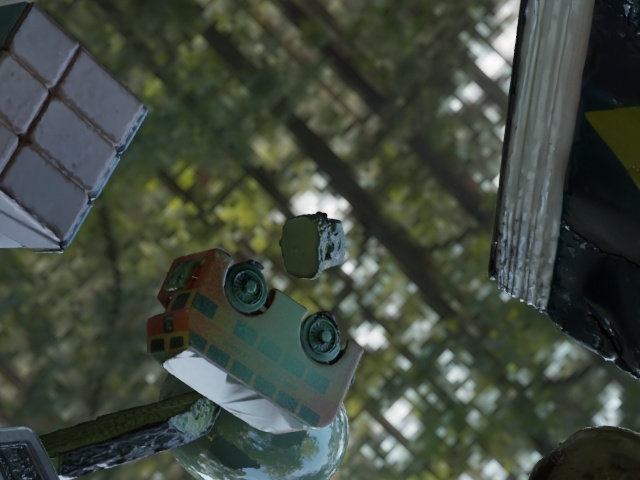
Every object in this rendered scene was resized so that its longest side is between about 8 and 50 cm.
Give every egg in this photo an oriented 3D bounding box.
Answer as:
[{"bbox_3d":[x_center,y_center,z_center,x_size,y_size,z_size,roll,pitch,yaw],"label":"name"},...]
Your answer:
[{"bbox_3d":[-0.071,0.192,2.076,0.168,0.231,0.168,-24,-127,38],"label":"egg"}]

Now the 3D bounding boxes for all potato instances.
[{"bbox_3d":[0.258,0.297,1.852,0.165,0.165,0.262,-37,-154,60],"label":"potato"}]

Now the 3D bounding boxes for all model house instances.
[{"bbox_3d":[0.000,0.000,2.347,0.066,0.079,0.083,7,-164,39],"label":"model house"}]

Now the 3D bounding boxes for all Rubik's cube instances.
[{"bbox_3d":[-0.396,-0.137,2.436,0.231,0.221,0.225,0,-125,49],"label":"Rubik's cube"}]

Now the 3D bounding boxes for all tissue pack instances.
[{"bbox_3d":[0.287,-0.126,1.403,0.264,0.253,0.417,-33,143,-38],"label":"tissue pack"}]

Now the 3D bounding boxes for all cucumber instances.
[{"bbox_3d":[-0.185,0.190,1.895,0.220,0.046,0.070,-17,-172,-19],"label":"cucumber"}]

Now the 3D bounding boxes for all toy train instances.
[{"bbox_3d":[-0.050,0.085,1.567,0.072,0.188,0.099,-18,-137,51],"label":"toy train"}]

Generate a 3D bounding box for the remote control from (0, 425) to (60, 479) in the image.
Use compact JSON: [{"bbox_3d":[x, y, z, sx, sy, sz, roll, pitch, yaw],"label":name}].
[{"bbox_3d":[-0.261,0.188,1.418,0.034,0.103,0.250,-33,165,17],"label":"remote control"}]
